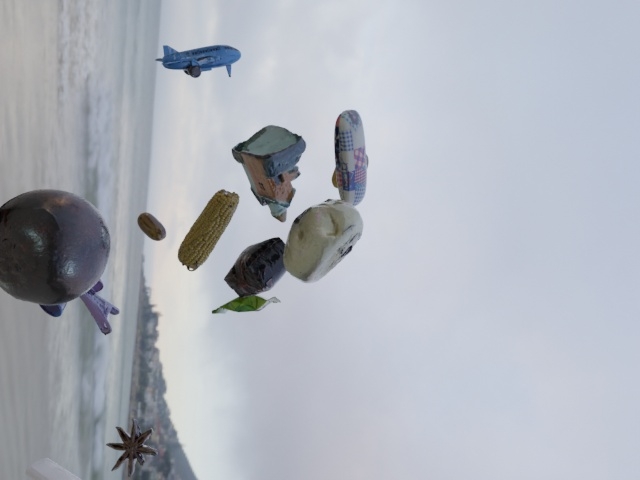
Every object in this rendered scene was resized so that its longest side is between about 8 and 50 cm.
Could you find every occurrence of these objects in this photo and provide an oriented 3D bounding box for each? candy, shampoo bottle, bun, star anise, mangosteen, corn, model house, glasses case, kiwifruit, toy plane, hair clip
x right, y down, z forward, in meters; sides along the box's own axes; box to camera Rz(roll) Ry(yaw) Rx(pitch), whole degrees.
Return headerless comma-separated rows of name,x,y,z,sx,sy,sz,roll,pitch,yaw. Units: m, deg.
candy,-0.271,0.232,1.956,0.149,0.246,0.069,39,45,-81
shampoo bottle,-0.772,0.141,1.551,0.087,0.050,0.183,60,7,-30
bun,0.004,-0.003,1.474,0.168,0.272,0.273,43,-40,14
star anise,-0.484,0.530,1.358,0.042,0.140,0.141,76,12,-73
mangosteen,-0.484,0.008,0.967,0.216,0.215,0.217,-176,-90,-71
corn,-0.351,-0.036,1.640,0.293,0.106,0.106,-57,-152,16
model house,-0.142,-0.199,1.712,0.253,0.184,0.292,25,-43,49
glasses case,0.102,-0.271,1.767,0.076,0.125,0.328,11,-61,34
kiwifruit,-0.617,-0.050,1.924,0.124,0.075,0.075,48,-26,0
toy plane,-0.388,-0.585,1.709,0.254,0.271,0.105,-138,-132,-55
hair clip,-0.766,0.183,1.730,0.090,0.136,0.279,-78,149,-57

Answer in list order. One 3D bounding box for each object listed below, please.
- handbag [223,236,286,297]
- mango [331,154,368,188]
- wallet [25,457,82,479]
handbag,-0.208,0.095,1.747,0.215,0.155,0.169,-28,-161,52
mango,0.119,-0.287,2.139,0.098,0.137,0.195,27,-107,32
wallet,-0.624,0.553,1.234,0.061,0.122,0.025,-18,124,-65
